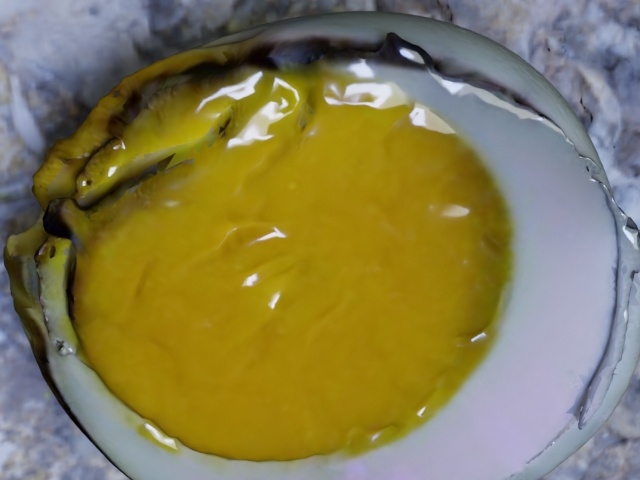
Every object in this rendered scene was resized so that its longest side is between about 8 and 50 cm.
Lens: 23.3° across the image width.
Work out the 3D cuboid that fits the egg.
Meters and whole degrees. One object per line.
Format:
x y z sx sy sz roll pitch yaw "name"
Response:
0.003 0.004 0.767 0.286 0.174 0.264 -17 115 6 "egg"
